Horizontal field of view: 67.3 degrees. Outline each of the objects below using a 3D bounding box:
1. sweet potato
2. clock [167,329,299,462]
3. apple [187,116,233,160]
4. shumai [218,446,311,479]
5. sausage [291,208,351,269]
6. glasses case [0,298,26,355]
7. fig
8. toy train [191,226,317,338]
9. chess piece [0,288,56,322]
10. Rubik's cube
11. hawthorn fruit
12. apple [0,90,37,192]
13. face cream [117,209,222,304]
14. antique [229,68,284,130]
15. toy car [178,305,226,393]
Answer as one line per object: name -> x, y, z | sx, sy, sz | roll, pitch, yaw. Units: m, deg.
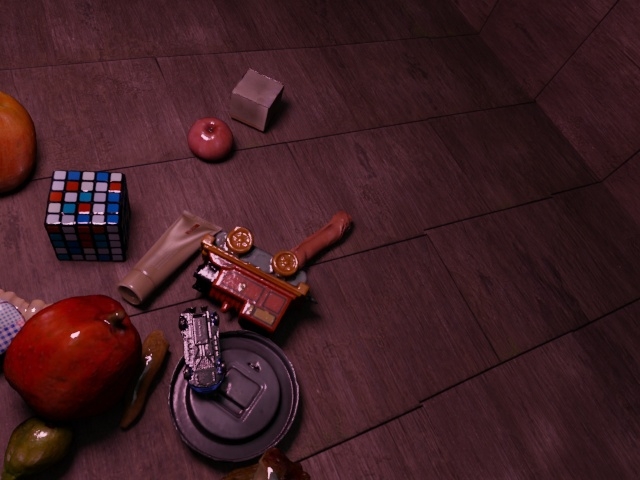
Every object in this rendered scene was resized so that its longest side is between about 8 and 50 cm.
sweet potato -> -0.435, 0.331, 1.179 | 0.077, 0.077, 0.244 | 17, 54, -6
clock -> -0.217, 0.389, 1.213 | 0.324, 0.067, 0.325 | 8, 56, -12
apple -> -0.367, -0.341, 1.604 | 0.153, 0.120, 0.154 | 8, 57, -13
shumai -> -0.147, 0.588, 1.028 | 0.222, 0.204, 0.272 | 28, 58, 3
sausage -> 0.000, -0.001, 1.529 | 0.078, 0.078, 0.304 | 43, 55, 12
glasses case -> -0.819, 0.263, 1.062 | 0.327, 0.076, 0.125 | -43, 104, -19
fig -> -0.611, 0.456, 1.025 | 0.123, 0.123, 0.156 | 23, 71, -2
toy train -> -0.187, 0.123, 1.344 | 0.368, 0.163, 0.232 | 27, 63, 1
chess piece -> -0.719, 0.177, 1.185 | 0.170, 0.094, 0.094 | 10, 56, -15
Rubik's cube -> -0.624, -0.067, 1.308 | 0.182, 0.187, 0.184 | 2, 56, -16
hawthorn fruit -> -0.528, 0.242, 1.060 | 0.265, 0.307, 0.265 | 35, 30, -24
apple -> -0.938, -0.293, 1.307 | 0.301, 0.302, 0.302 | 8, 56, -12
face cream -> -0.432, 0.038, 1.373 | 0.137, 0.084, 0.341 | 24, 47, 11
antique -> -0.231, -0.501, 1.731 | 0.146, 0.148, 0.152 | 24, 55, 0
toy car -> -0.293, 0.268, 1.188 | 0.103, 0.063, 0.216 | -5, 65, -18
